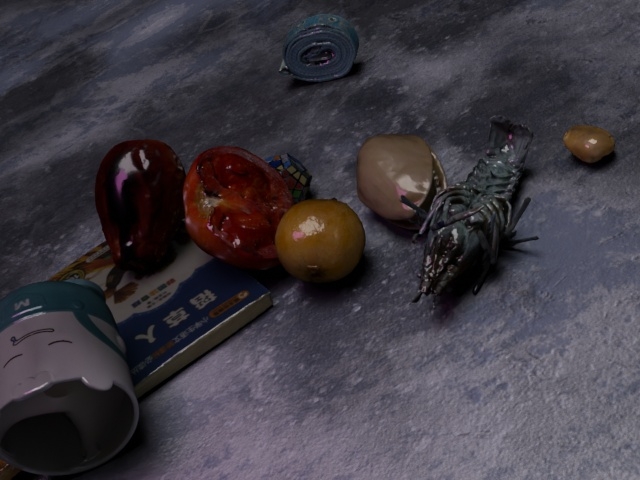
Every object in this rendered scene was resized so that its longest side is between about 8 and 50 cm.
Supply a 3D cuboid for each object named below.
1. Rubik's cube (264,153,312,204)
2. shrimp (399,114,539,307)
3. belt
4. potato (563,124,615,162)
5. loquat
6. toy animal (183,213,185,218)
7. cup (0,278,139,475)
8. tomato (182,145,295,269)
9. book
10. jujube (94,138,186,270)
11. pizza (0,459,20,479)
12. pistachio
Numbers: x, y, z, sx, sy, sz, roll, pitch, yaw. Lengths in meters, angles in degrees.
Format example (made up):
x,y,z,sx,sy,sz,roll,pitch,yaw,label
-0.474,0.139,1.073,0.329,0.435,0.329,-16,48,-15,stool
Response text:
x,y,z,sx,sy,sz,roll,pitch,yaw,label
-0.070,-0.107,1.870,0.111,0.111,0.093,14,23,40,Rubik's cube
0.245,-0.049,1.589,0.221,0.166,0.410,20,36,17,shrimp
0.000,-0.424,2.197,0.163,0.148,0.082,12,38,0,belt
0.452,-0.165,1.689,0.083,0.062,0.068,39,34,23,potato
0.000,0.000,1.659,0.163,0.137,0.163,-15,43,15,loquat
-0.216,-0.057,1.895,0.216,0.041,0.075,-1,27,3,toy animal
-0.432,0.212,1.519,0.289,0.219,0.258,-23,46,-3,cup
-0.151,-0.039,1.758,0.139,0.200,0.233,-40,54,43,tomato
-0.308,0.097,1.787,0.300,0.039,0.428,-35,37,-17,book
-0.324,-0.064,1.808,0.168,0.168,0.237,-5,75,23,jujube
-0.498,0.332,1.583,0.161,0.062,0.182,-41,34,-13,pizza
0.135,-0.104,1.726,0.152,0.126,0.223,-41,41,15,pistachio
